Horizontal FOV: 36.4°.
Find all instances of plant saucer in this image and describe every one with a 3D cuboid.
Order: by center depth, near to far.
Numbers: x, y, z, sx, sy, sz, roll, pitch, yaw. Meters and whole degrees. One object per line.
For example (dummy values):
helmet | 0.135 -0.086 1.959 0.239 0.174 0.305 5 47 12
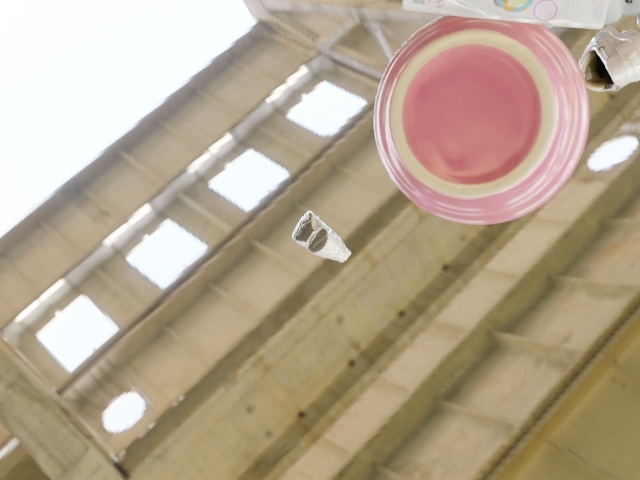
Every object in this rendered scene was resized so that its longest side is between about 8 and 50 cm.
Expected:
plant saucer | 0.234 -0.188 1.473 0.332 0.332 0.084 -20 176 19

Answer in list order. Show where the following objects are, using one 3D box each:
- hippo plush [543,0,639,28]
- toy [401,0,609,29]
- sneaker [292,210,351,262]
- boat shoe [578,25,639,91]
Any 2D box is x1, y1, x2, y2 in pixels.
hippo plush | 0.508 -0.448 1.732 0.294 0.234 0.236 -11 -137 -10
toy | 0.219 -0.327 1.127 0.237 0.137 0.056 4 -143 2
sneaker | 0.000 0.000 1.545 0.054 0.061 0.152 -55 -154 7
boat shoe | 0.474 -0.296 1.627 0.096 0.098 0.277 -29 -174 5
